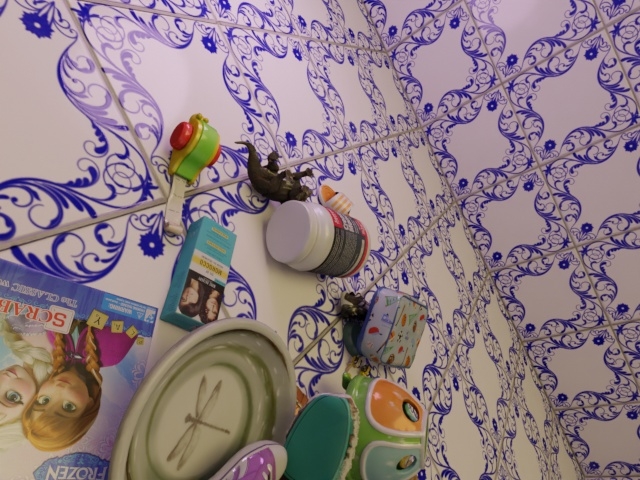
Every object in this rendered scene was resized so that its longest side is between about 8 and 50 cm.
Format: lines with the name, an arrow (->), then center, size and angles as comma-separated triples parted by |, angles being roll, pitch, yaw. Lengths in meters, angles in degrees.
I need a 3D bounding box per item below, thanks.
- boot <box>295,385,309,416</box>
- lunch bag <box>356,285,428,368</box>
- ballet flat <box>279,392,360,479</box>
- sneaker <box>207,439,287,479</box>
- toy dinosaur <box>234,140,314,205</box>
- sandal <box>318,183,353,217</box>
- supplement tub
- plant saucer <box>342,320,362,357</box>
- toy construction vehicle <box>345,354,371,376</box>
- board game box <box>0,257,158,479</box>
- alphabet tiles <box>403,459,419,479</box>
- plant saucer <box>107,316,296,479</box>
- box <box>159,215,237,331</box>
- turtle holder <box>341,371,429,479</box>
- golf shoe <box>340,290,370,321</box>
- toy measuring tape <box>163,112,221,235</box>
boot -> -0.063, 0.448, 0.971 | 0.153, 0.072, 0.197 | 59, 28, -7
lunch bag -> 0.238, 0.275, 1.340 | 0.303, 0.114, 0.244 | 31, 75, -55
ballet flat -> -0.025, 0.488, 0.842 | 0.146, 0.146, 0.410 | 26, 85, -43
sneaker -> -0.113, 0.434, 0.674 | 0.282, 0.160, 0.102 | -13, 102, -54
toy dinosaur -> -0.124, -0.160, 1.186 | 0.313, 0.160, 0.121 | 22, 52, -36
sandal -> 0.093, -0.098, 1.483 | 0.265, 0.076, 0.102 | 54, 36, -17
supplement tub -> 0.000, 0.000, 1.203 | 0.272, 0.191, 0.191 | 16, 58, -48
plant saucer -> 0.115, 0.308, 1.325 | 0.119, 0.021, 0.120 | 31, 48, -41
toy construction vehicle -> 0.110, 0.394, 1.265 | 0.086, 0.035, 0.098 | 64, 36, -23
board game box -> -0.427, 0.210, 0.623 | 0.318, 0.065, 0.319 | 30, 49, -41
alphabet tiles -> 0.259, 0.784, 1.252 | 0.198, 0.009, 0.238 | -18, 85, -55
plant saucer -> -0.202, 0.333, 0.760 | 0.400, 0.100, 0.402 | -7, 99, -53
box -> -0.261, 0.073, 0.928 | 0.100, 0.060, 0.245 | 36, 45, -36
turtle holder -> 0.145, 0.500, 1.040 | 0.243, 0.227, 0.321 | -2, 95, -72
golf shoe -> 0.131, 0.207, 1.359 | 0.198, 0.077, 0.094 | 23, 45, -53
toy measuring tape -> -0.296, -0.175, 0.981 | 0.121, 0.121, 0.331 | 29, 49, -41
